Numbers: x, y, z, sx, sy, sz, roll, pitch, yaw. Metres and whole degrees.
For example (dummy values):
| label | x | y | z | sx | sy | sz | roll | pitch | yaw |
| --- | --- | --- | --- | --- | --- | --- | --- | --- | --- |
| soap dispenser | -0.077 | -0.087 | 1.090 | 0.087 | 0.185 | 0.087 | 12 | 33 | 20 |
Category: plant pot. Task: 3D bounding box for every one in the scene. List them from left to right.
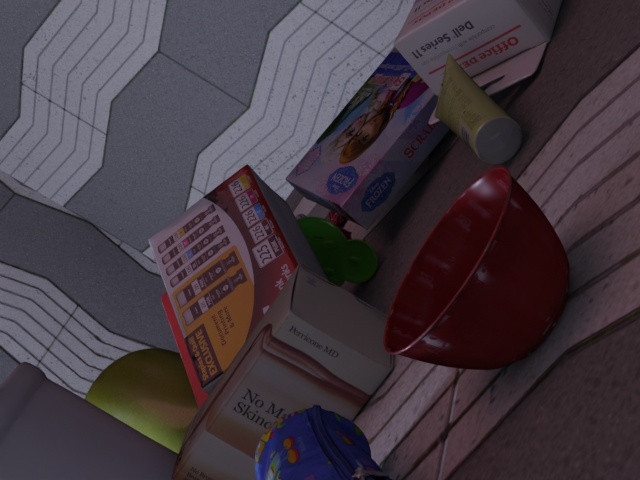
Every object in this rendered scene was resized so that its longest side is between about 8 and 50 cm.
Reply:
| label | x | y | z | sx | sy | sz | roll | pitch | yaw |
| --- | --- | --- | --- | --- | --- | --- | --- | --- | --- |
| plant pot | -0.218 | 0.316 | 1.513 | 0.293 | 0.275 | 0.275 | -10 | 46 | 55 |

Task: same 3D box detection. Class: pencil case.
| label | x | y | z | sx | sy | sz | roll | pitch | yaw |
| --- | --- | --- | --- | --- | --- | --- | --- | --- | --- |
| pencil case | 0.010 | 0.228 | 0.782 | 0.306 | 0.119 | 0.133 | -162 | 80 | -82 |

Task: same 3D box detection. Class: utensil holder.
| label | x | y | z | sx | sy | sz | roll | pitch | yaw |
| --- | --- | --- | --- | --- | --- | --- | --- | --- | --- |
| utensil holder | -0.313 | 0.394 | 1.214 | 0.327 | 0.385 | 0.327 | -57 | 8 | 13 |

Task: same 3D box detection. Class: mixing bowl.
| label | x | y | z | sx | sy | sz | roll | pitch | yaw |
| --- | --- | --- | --- | --- | --- | --- | --- | --- | --- |
| mixing bowl | 0.142 | 0.039 | 0.767 | 0.181 | 0.098 | 0.181 | -57 | 9 | 14 |

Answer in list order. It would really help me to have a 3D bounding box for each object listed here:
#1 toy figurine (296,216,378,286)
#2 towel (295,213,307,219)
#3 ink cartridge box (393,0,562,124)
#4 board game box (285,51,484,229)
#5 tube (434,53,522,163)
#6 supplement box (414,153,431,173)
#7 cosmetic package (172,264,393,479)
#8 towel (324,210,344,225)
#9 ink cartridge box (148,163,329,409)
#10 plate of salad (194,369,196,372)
| label | x | y | z | sx | sy | sz | roll | pitch | yaw |
| --- | --- | --- | --- | --- | --- | --- | --- | --- | --- |
| toy figurine | 0.032 | 0.017 | 1.533 | 0.159 | 0.173 | 0.130 | -24 | -63 | -70 |
| towel | -0.102 | 0.075 | 1.852 | 0.235 | 0.121 | 0.283 | -124 | 47 | -81 |
| ink cartridge box | 0.242 | -0.350 | 1.357 | 0.207 | 0.119 | 0.353 | -23 | 31 | 42 |
| board game box | 0.103 | -0.186 | 1.584 | 0.318 | 0.066 | 0.319 | -51 | 22 | -4 |
| tube | 0.193 | -0.170 | 1.191 | 0.070 | 0.062 | 0.240 | -39 | 26 | 8 |
| supplement box | 0.172 | -0.167 | 1.587 | 0.083 | 0.043 | 0.055 | -63 | 8 | -31 |
| cosmetic package | -0.047 | 0.201 | 1.160 | 0.296 | 0.153 | 0.129 | -57 | 9 | 22 |
| towel | 0.000 | 0.000 | 2.088 | 0.275 | 0.031 | 0.199 | -56 | 6 | 5 |
| ink cartridge box | -0.133 | 0.090 | 1.364 | 0.272 | 0.130 | 0.309 | -37 | 48 | 9 |
| plate of salad | -0.103 | 0.181 | 1.456 | 0.200 | 0.200 | 0.048 | -72 | -14 | -61 |
